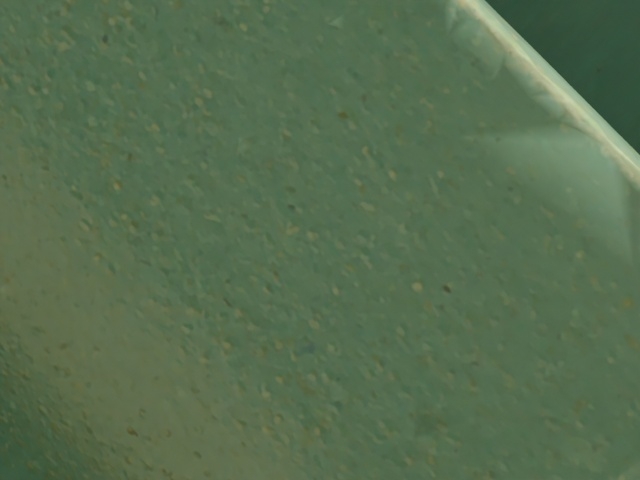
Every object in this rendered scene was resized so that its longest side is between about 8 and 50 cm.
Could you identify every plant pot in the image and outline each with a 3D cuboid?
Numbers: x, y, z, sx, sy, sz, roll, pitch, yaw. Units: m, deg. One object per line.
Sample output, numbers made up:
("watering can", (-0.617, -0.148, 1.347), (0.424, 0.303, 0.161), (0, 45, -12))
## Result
("plant pot", (0.000, 0.000, 0.580), (0.247, 0.252, 0.248), (45, 25, 8))
